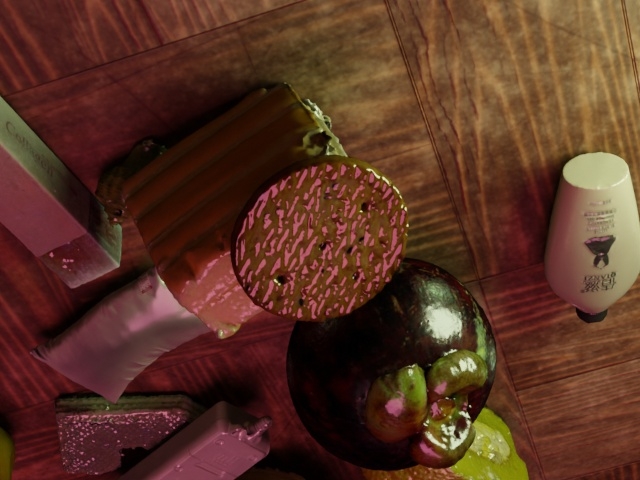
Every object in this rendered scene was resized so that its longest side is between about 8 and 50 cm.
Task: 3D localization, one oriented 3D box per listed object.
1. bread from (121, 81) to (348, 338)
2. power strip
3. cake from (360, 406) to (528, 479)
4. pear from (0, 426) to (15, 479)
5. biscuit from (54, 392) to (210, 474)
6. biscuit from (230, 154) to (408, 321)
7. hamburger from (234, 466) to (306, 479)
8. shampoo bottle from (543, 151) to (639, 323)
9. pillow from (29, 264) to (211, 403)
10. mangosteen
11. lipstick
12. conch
[{"bbox_3d":[-0.071,-0.043,1.387,0.246,0.239,0.111,-36,129,2],"label":"bread"},{"bbox_3d":[-0.191,0.329,1.809,0.098,0.058,0.338,33,123,-32],"label":"power strip"},{"bbox_3d":[0.180,0.320,1.825,0.260,0.179,0.156,29,124,-28],"label":"cake"},{"bbox_3d":[-0.505,0.318,1.763,0.162,0.149,0.149,1,133,-19],"label":"pear"},{"bbox_3d":[-0.255,0.282,1.830,0.250,0.046,0.147,0,132,-7],"label":"biscuit"},{"bbox_3d":[-0.001,0.000,1.281,0.188,0.027,0.188,-9,122,-15],"label":"biscuit"},{"bbox_3d":[-0.083,0.478,1.909,0.302,0.170,0.302,5,110,14],"label":"hamburger"},{"bbox_3d":[0.348,0.007,1.623,0.127,0.078,0.257,-10,134,1],"label":"shampoo bottle"},{"bbox_3d":[-0.242,0.123,1.660,0.254,0.078,0.144,-35,127,23],"label":"pillow"},{"bbox_3d":[0.095,0.162,1.599,0.288,0.288,0.288,-3,133,-4],"label":"mangosteen"},{"bbox_3d":[-0.364,-0.092,1.447,0.080,0.076,0.371,-23,131,17],"label":"lipstick"},{"bbox_3d":[-0.216,-0.065,1.509,0.089,0.074,0.121,20,108,-43],"label":"conch"}]
